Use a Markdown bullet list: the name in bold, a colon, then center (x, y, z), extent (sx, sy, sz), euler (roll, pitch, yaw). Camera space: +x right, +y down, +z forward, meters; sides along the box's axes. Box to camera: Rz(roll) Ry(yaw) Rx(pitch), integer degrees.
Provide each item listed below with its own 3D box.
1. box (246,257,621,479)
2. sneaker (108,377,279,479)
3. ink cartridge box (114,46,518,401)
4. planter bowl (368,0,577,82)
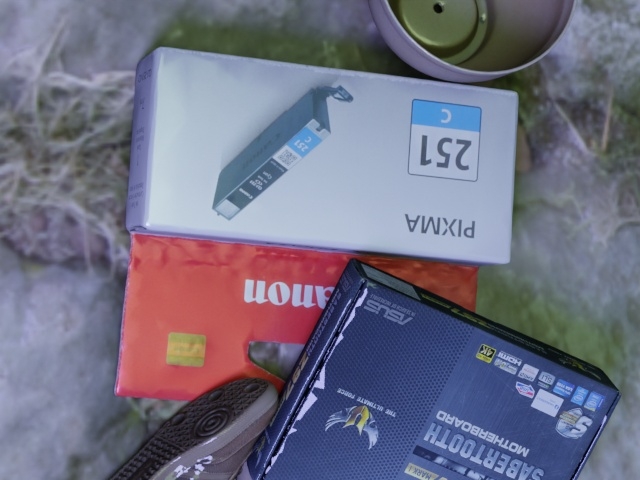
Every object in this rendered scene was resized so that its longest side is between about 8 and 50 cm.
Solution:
- **box**: center (0.086, 0.143, 1.515), extent (0.232, 0.059, 0.183), euler (25, 101, -15)
- **sneaker**: center (-0.099, 0.181, 1.487), extent (0.188, 0.066, 0.071), euler (-39, 118, -10)
- **ink cartridge box**: center (0.000, 0.000, 1.517), extent (0.296, 0.066, 0.261), euler (5, 86, -18)
- **planter bowl**: center (0.103, -0.192, 1.530), extent (0.162, 0.109, 0.162), euler (3, 78, -16)
